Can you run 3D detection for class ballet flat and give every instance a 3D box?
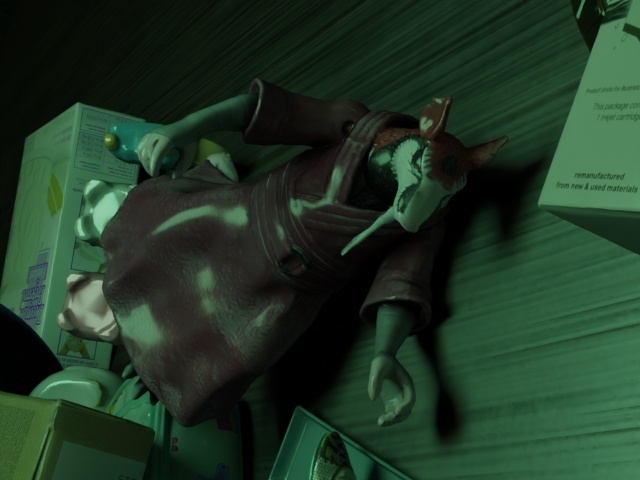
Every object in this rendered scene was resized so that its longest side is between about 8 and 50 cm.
[{"bbox_3d":[0.009,0.185,0.753,0.041,0.041,0.114,-15,57,59],"label":"ballet flat"}]

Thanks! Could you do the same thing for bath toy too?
[{"bbox_3d":[-0.190,0.059,1.170,0.129,0.151,0.348,40,-114,-77],"label":"bath toy"}]

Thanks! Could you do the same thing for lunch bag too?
[{"bbox_3d":[-0.174,0.254,1.000,0.279,0.108,0.224,-48,32,35],"label":"lunch bag"}]

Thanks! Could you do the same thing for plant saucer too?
[{"bbox_3d":[0.016,0.174,0.802,0.192,0.018,0.067,17,86,65],"label":"plant saucer"}]

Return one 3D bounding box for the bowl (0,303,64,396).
[{"bbox_3d":[-0.349,0.224,1.080,0.077,0.391,0.391,-19,48,23],"label":"bowl"}]

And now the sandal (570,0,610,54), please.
[{"bbox_3d":[0.199,-0.129,0.650,0.090,0.060,0.219,-41,50,53],"label":"sandal"}]

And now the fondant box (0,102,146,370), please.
[{"bbox_3d":[-0.330,0.011,1.458,0.238,0.096,0.330,-13,69,60],"label":"fondant box"}]

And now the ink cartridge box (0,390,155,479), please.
[{"bbox_3d":[-0.231,0.243,0.891,0.193,0.088,0.234,-6,65,59],"label":"ink cartridge box"}]

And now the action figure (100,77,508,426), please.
[{"bbox_3d":[0.000,0.000,0.859,0.370,0.248,0.276,-28,2,36],"label":"action figure"}]

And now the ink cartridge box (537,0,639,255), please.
[{"bbox_3d":[0.204,-0.081,0.489,0.086,0.148,0.203,10,78,66],"label":"ink cartridge box"}]
